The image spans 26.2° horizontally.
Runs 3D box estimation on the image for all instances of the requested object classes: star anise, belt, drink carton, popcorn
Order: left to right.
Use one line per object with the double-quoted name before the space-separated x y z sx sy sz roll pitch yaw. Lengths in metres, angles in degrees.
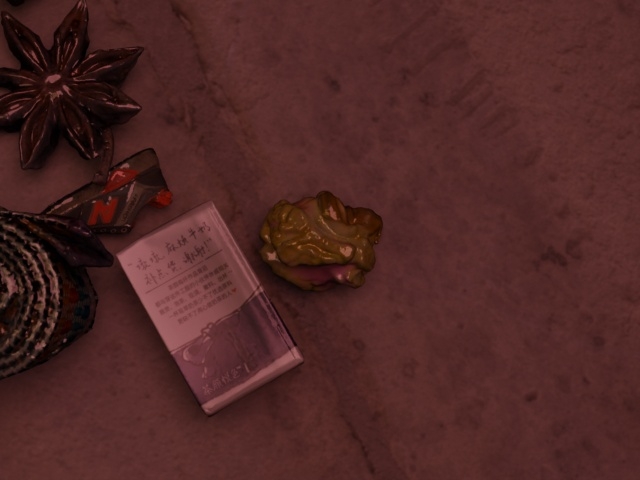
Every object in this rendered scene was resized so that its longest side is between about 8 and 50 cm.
"belt" -0.391 0.060 1.516 0.295 0.160 0.206 4 87 5
"star anise" -0.309 -0.167 1.658 0.230 0.081 0.262 -27 73 -16
"drink carton" -0.129 0.079 1.620 0.134 0.102 0.222 -30 85 -2
"popcorn" 0.000 0.000 1.666 0.145 0.126 0.126 18 85 12

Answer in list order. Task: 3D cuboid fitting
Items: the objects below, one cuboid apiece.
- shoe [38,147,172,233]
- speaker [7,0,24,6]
"shoe" -0.263 -0.033 1.646 0.194 0.074 0.077 -34 94 -19
"speaker" -0.397 -0.428 1.624 0.231 0.192 0.153 44 81 9
